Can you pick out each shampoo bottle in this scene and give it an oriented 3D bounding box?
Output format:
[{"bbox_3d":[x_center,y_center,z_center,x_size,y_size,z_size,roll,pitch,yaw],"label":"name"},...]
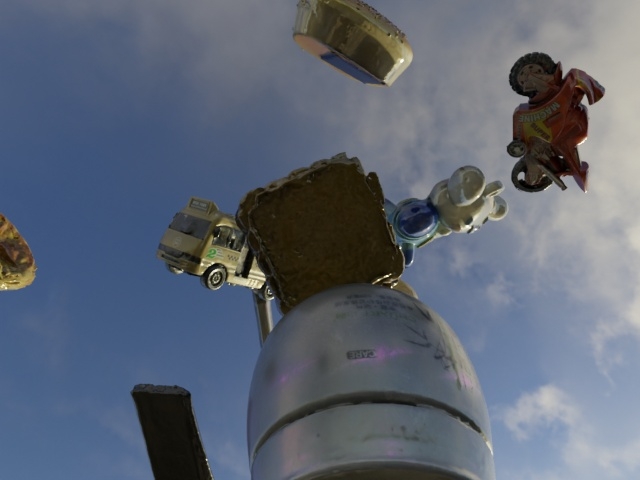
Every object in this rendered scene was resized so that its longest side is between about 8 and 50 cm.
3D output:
[{"bbox_3d":[-0.187,0.262,1.369,0.056,0.086,0.227,-9,-73,-10],"label":"shampoo bottle"},{"bbox_3d":[0.052,0.207,0.474,0.273,0.266,0.273,-1,-59,-1],"label":"shampoo bottle"}]

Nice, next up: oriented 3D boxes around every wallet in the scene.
[{"bbox_3d":[-0.274,0.407,0.780,0.146,0.030,0.285,-6,-78,23],"label":"wallet"}]

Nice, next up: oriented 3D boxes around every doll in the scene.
[{"bbox_3d":[0.286,-0.050,1.042,0.365,0.187,0.376,-25,-35,29],"label":"doll"}]

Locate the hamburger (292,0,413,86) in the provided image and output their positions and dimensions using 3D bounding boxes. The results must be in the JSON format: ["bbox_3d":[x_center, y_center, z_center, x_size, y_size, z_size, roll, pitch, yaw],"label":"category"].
[{"bbox_3d":[0.078,-0.468,0.942,0.295,0.227,0.151,18,-74,-40],"label":"hamburger"}]

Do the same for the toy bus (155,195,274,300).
[{"bbox_3d":[-0.231,0.031,1.091,0.177,0.365,0.202,16,-95,34],"label":"toy bus"}]

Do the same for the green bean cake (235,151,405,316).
[{"bbox_3d":[0.000,0.000,0.662,0.224,0.131,0.230,-24,-87,-16],"label":"green bean cake"}]

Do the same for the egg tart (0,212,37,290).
[{"bbox_3d":[-0.705,0.014,0.843,0.106,0.241,0.241,-33,-65,-5],"label":"egg tart"}]

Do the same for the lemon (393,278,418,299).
[{"bbox_3d":[0.219,0.218,1.305,0.187,0.244,0.187,20,-33,13],"label":"lemon"}]

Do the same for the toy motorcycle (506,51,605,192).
[{"bbox_3d":[0.469,-0.229,0.831,0.171,0.089,0.298,-2,-58,25],"label":"toy motorcycle"}]
